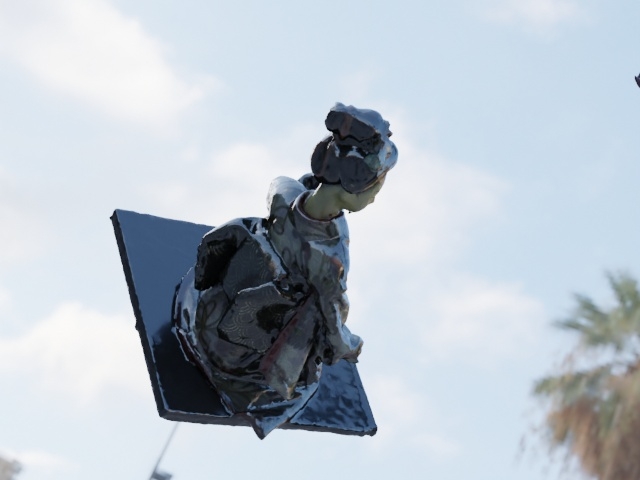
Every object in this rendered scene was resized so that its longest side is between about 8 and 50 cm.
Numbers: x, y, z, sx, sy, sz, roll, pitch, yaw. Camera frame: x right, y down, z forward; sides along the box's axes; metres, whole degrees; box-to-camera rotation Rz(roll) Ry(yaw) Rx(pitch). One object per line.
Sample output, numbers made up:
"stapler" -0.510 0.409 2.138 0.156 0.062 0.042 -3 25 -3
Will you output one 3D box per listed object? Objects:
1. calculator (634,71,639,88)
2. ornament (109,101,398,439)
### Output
"calculator" 0.293 -0.146 0.953 0.126 0.190 0.034 24 -26 9
"ornament" 0.000 0.000 0.830 0.153 0.166 0.196 8 -43 -34
